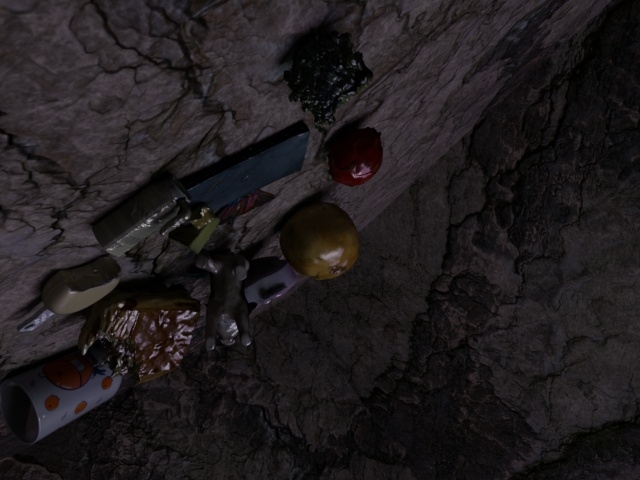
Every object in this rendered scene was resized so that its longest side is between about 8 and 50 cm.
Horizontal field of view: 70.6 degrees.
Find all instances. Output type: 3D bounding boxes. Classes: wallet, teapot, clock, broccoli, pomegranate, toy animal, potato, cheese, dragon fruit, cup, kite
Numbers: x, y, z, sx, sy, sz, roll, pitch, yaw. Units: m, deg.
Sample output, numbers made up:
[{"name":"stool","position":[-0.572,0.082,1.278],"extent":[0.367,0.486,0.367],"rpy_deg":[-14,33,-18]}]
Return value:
[{"name":"wallet","position":[-0.193,-0.166,1.147],"extent":[0.379,0.046,0.191],"rpy_deg":[-30,166,-23]},{"name":"teapot","position":[-0.363,-0.044,0.948],"extent":[0.200,0.107,0.077],"rpy_deg":[-37,161,-1]},{"name":"clock","position":[-0.278,0.179,1.872],"extent":[0.338,0.102,0.338],"rpy_deg":[-19,-163,6]},{"name":"broccoli","position":[0.009,-0.317,0.965],"extent":[0.165,0.145,0.304],"rpy_deg":[-47,-179,0]},{"name":"pomegranate","position":[0.000,0.000,1.852],"extent":[0.332,0.333,0.332],"rpy_deg":[-35,170,-7]},{"name":"toy animal","position":[-0.323,0.198,1.601],"extent":[0.194,0.345,0.302],"rpy_deg":[-1,-178,-6]},{"name":"potato","position":[-0.337,-0.038,1.199],"extent":[0.120,0.081,0.149],"rpy_deg":[-60,-179,-11]},{"name":"cheese","position":[-0.296,-0.058,1.079],"extent":[0.060,0.041,0.084],"rpy_deg":[-30,175,10]},{"name":"dragon fruit","position":[0.106,-0.259,1.412],"extent":[0.209,0.172,0.172],"rpy_deg":[-52,164,25]},{"name":"cup","position":[-0.839,0.487,1.496],"extent":[0.212,0.212,0.317],"rpy_deg":[-42,170,28]},{"name":"cheese","position":[-0.597,0.136,1.085],"extent":[0.249,0.071,0.163],"rpy_deg":[-41,168,23]},{"name":"kite","position":[-0.242,-0.104,1.370],"extent":[0.321,0.016,0.234],"rpy_deg":[-31,167,-33]}]

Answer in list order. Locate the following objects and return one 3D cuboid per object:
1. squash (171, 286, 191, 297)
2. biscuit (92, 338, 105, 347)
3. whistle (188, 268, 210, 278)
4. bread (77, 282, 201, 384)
[{"name":"squash","position":[-0.533,0.223,1.738],"extent":[0.069,0.069,0.258],"rpy_deg":[-33,170,-20]},{"name":"biscuit","position":[-0.701,0.301,1.555],"extent":[0.194,0.053,0.194],"rpy_deg":[-36,171,-6]},{"name":"whistle","position":[-0.435,0.124,1.693],"extent":[0.039,0.039,0.186],"rpy_deg":[-38,171,8]},{"name":"bread","position":[-0.578,0.280,1.417],"extent":[0.370,0.191,0.314],"rpy_deg":[7,112,-58]}]
